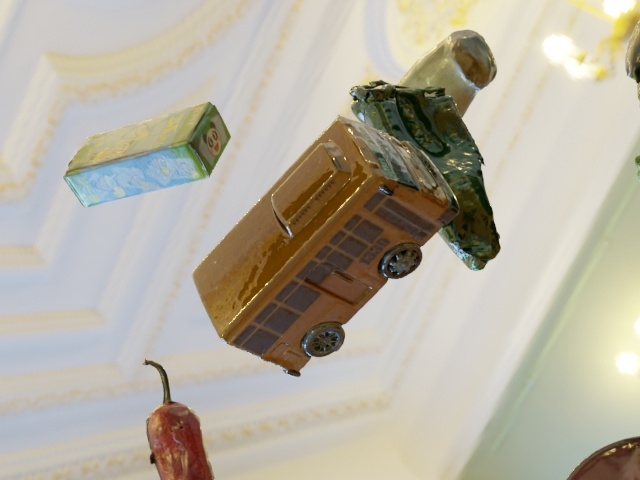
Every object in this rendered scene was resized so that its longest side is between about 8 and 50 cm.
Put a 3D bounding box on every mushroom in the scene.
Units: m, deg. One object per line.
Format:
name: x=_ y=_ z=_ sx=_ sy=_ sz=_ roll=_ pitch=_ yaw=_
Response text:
mushroom: x=0.085 y=-0.101 z=1.596 sx=0.333 sy=0.087 sz=0.107 roll=-54 pitch=-14 yaw=13

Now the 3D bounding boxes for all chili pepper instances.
chili pepper: x=-0.137 y=0.243 z=1.423 sx=0.059 sy=0.268 sz=0.050 roll=1 pitch=-27 yaw=-37
chili pepper: x=0.095 y=-0.068 z=1.247 sx=0.108 sy=0.216 sz=0.062 roll=-8 pitch=-29 yaw=-43

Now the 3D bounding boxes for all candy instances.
candy: x=-0.220 y=-0.107 z=1.751 sx=0.062 sy=0.195 sz=0.097 roll=63 pitch=-151 yaw=-28

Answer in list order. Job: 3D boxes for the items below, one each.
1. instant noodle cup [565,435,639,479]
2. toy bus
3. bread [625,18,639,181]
instant noodle cup: x=0.400 y=0.358 z=1.613 sx=0.234 sy=0.235 sz=0.178 roll=-56 pitch=-31 yaw=-4
toy bus: x=0.000 y=0.000 z=1.102 sx=0.201 sy=0.098 sz=0.114 roll=-46 pitch=-46 yaw=17
bread: x=0.448 y=-0.187 z=1.259 sx=0.376 sy=0.251 sz=0.208 roll=-53 pitch=21 yaw=42
